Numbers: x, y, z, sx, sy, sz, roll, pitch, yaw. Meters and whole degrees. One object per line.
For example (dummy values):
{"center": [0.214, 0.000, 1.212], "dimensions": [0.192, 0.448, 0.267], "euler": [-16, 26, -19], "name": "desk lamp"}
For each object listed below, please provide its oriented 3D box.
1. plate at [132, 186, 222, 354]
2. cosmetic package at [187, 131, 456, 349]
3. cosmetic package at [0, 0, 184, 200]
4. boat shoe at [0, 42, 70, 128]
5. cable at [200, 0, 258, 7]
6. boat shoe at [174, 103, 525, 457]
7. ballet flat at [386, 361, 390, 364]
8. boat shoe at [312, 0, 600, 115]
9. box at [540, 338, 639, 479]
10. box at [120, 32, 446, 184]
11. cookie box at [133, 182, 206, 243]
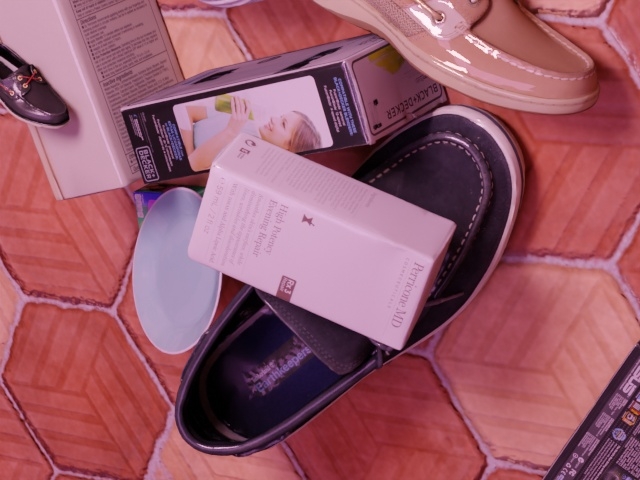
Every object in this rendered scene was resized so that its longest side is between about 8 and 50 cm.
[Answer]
{"center": [-0.154, 0.034, 1.778], "dimensions": [0.188, 0.024, 0.188], "euler": [-6, 83, 52], "name": "plate"}
{"center": [0.000, 0.000, 1.526], "dimensions": [0.231, 0.085, 0.117], "euler": [23, 124, 8], "name": "cosmetic package"}
{"center": [-0.257, -0.217, 1.734], "dimensions": [0.113, 0.160, 0.309], "euler": [-10, 105, 36], "name": "cosmetic package"}
{"center": [-0.315, -0.163, 1.665], "dimensions": [0.133, 0.049, 0.042], "euler": [37, 136, 19], "name": "boat shoe"}
{"center": [-0.081, -0.357, 1.555], "dimensions": [0.257, 0.089, 0.257], "euler": [15, 102, 43], "name": "cable"}
{"center": [0.022, 0.060, 1.660], "dimensions": [0.187, 0.156, 0.500], "euler": [48, 115, 8], "name": "boat shoe"}
{"center": [0.044, 0.089, 1.768], "dimensions": [0.114, 0.041, 0.041], "euler": [42, 127, 8], "name": "ballet flat"}
{"center": [0.121, -0.230, 1.512], "dimensions": [0.341, 0.121, 0.110], "euler": [30, 125, 19], "name": "boat shoe"}
{"center": [0.358, 0.247, 1.626], "dimensions": [0.216, 0.060, 0.270], "euler": [35, 126, 13], "name": "box"}
{"center": [-0.038, -0.140, 1.628], "dimensions": [0.290, 0.169, 0.087], "euler": [-7, 105, 36], "name": "box"}
{"center": [-0.157, -0.017, 1.838], "dimensions": [0.107, 0.040, 0.092], "euler": [4, 113, 30], "name": "cookie box"}
